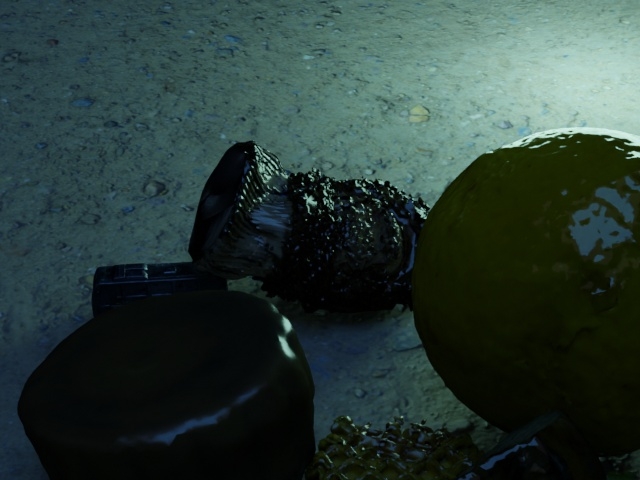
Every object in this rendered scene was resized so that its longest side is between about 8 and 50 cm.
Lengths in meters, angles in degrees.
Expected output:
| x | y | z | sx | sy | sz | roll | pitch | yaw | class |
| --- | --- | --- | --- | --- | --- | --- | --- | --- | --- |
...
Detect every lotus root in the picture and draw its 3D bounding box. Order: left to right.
| x | y | z | sx | sy | sz | roll | pitch | yaw | class |
| --- | --- | --- | --- | --- | --- | --- | --- | --- | --- |
| 0.153 | 0.260 | 1.197 | 0.267 | 0.260 | 0.149 | -34 | 81 | -24 | lotus root |

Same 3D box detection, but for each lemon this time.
| x | y | z | sx | sy | sz | roll | pitch | yaw | class |
| --- | --- | --- | --- | --- | --- | --- | --- | --- | --- |
| 0.267 | 0.045 | 1.468 | 0.350 | 0.349 | 0.387 | -17 | 27 | -22 | lemon |

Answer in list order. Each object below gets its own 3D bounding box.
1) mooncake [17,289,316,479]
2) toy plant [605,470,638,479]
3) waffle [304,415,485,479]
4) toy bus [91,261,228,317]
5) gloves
| x | y | z | sx | sy | sz | roll | pitch | yaw | class |
| --- | --- | --- | --- | --- | --- | --- | --- | --- | --- |
| -0.146 | 0.179 | 1.408 | 0.291 | 0.161 | 0.290 | -10 | 29 | 6 | mooncake |
| 0.278 | 0.287 | 1.332 | 0.093 | 0.092 | 0.162 | 11 | 38 | 16 | toy plant |
| 0.076 | 0.248 | 1.411 | 0.193 | 0.070 | 0.197 | -9 | 37 | -10 | waffle |
| -0.196 | 0.059 | 1.686 | 0.166 | 0.065 | 0.047 | -3 | 36 | -6 | toy bus |
| 0.003 | -0.007 | 1.696 | 0.312 | 0.135 | 0.210 | 22 | 43 | -12 | gloves |
